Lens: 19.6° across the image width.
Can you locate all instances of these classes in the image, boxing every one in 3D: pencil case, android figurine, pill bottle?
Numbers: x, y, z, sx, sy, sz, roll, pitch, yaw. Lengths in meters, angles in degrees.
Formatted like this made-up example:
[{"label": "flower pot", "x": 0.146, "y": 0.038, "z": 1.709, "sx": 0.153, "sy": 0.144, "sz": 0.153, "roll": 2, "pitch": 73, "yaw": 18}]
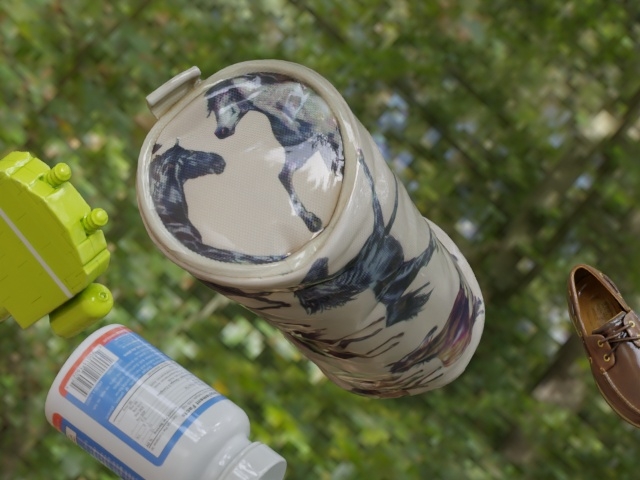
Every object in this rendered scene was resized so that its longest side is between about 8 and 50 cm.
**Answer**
[{"label": "pencil case", "x": 0.000, "y": 0.000, "z": 1.396, "sx": 0.183, "sy": 0.160, "sz": 0.410, "roll": 39, "pitch": -2, "yaw": 24}, {"label": "android figurine", "x": -0.330, "y": -0.002, "z": 2.068, "sx": 0.248, "sy": 0.056, "sz": 0.273, "roll": 50, "pitch": -42, "yaw": -5}, {"label": "pill bottle", "x": -0.147, "y": 0.188, "z": 1.800, "sx": 0.221, "sy": 0.124, "sz": 0.124, "roll": 35, "pitch": -12, "yaw": 17}]

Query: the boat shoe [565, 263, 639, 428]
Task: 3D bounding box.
[{"label": "boat shoe", "x": 0.269, "y": 0.095, "z": 1.694, "sx": 0.178, "sy": 0.064, "sz": 0.060, "roll": 65, "pitch": 5, "yaw": 37}]
